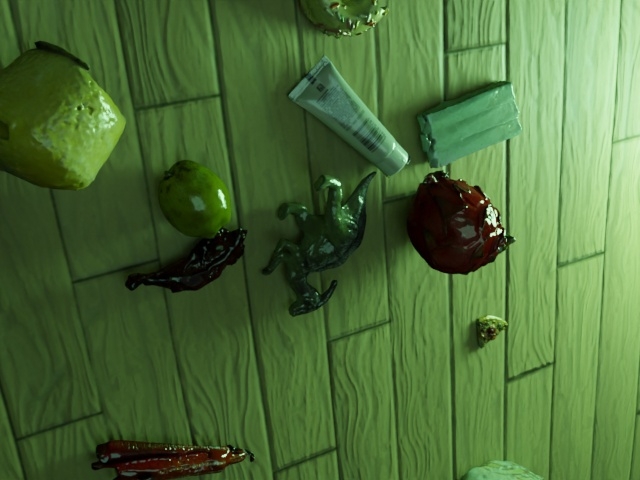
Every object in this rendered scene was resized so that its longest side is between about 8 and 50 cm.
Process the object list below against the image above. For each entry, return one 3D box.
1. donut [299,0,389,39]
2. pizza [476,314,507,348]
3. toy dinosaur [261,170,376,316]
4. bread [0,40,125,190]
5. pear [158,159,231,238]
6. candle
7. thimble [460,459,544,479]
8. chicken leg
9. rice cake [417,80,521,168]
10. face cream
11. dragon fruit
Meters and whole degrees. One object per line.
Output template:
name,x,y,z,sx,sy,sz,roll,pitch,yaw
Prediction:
donut,0.027,-0.388,1.231,0.108,0.065,0.166,-49,122,-4
pizza,0.366,0.200,1.644,0.083,0.025,0.078,8,102,-31
toy dinosaur,-0.004,-0.002,1.352,0.162,0.077,0.294,21,112,-36
bread,-0.377,-0.159,1.042,0.197,0.197,0.170,41,73,-32
pear,-0.199,-0.063,1.209,0.107,0.107,0.131,-46,111,-6
candle,-0.255,0.389,1.366,0.302,0.059,0.084,5,115,-29
thimble,0.438,0.659,1.750,0.292,0.195,0.291,-9,113,-24
chicken leg,-0.213,0.039,1.268,0.219,0.048,0.089,-32,116,-14
rice cake,0.279,-0.218,1.442,0.211,0.038,0.124,-28,119,-16
face cream,0.057,-0.203,1.324,0.244,0.058,0.092,41,92,-27
dragon fruit,0.247,-0.025,1.421,0.209,0.172,0.172,43,84,-3
